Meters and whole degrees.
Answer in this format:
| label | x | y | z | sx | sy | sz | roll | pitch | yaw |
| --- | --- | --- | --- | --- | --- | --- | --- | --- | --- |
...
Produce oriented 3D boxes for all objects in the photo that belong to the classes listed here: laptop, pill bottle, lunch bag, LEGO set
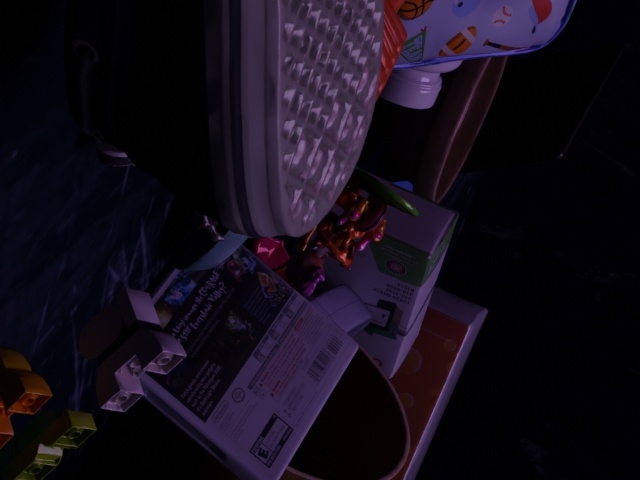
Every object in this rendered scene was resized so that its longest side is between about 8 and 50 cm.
| label | x | y | z | sx | sy | sz | roll | pitch | yaw |
| --- | --- | --- | --- | --- | --- | --- | --- | --- | --- |
| laptop | 0.223 | -0.080 | 2.421 | 0.382 | 0.408 | 0.236 | -53 | 131 | -54 |
| pill bottle | 0.110 | -0.235 | 1.759 | 0.180 | 0.108 | 0.108 | -70 | 170 | 24 |
| lunch bag | 0.146 | -0.287 | 1.485 | 0.243 | 0.115 | 0.303 | -12 | 142 | -25 |
| LEGO set | -0.191 | 0.087 | 0.968 | 0.227 | 0.093 | 0.087 | -42 | 145 | 26 |

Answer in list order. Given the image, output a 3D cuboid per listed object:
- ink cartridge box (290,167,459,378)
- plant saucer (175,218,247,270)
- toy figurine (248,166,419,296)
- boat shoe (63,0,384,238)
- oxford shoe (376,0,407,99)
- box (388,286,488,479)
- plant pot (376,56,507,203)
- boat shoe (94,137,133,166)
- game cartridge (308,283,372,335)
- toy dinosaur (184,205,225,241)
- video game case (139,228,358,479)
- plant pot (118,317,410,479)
| label | x | y | z | sx | sy | sz | roll | pitch | yaw |
| --- | --- | --- | --- | --- | --- | --- | --- | --- | --- |
| ink cartridge box | 0.049 | 0.035 | 1.931 | 0.219 | 0.160 | 0.092 | 103 | 14 | -45 |
| plant saucer | -0.073 | -0.017 | 1.386 | 0.119 | 0.021 | 0.119 | -46 | -164 | 17 |
| toy figurine | 0.000 | 0.000 | 1.671 | 0.159 | 0.130 | 0.173 | -54 | -146 | 0 |
| boat shoe | -0.057 | -0.224 | 0.762 | 0.187 | 0.156 | 0.500 | -49 | 150 | -45 |
| oxford shoe | 0.021 | -0.237 | 1.228 | 0.363 | 0.133 | 0.130 | -60 | 143 | -31 |
| box | 0.042 | 0.208 | 2.155 | 0.168 | 0.215 | 0.345 | -19 | 132 | -77 |
| plant pot | 0.141 | -0.171 | 2.086 | 0.237 | 0.110 | 0.237 | 23 | 90 | -81 |
| boat shoe | -0.118 | -0.069 | 1.115 | 0.125 | 0.046 | 0.038 | -65 | 171 | -63 |
| game cartridge | -0.039 | 0.125 | 1.769 | 0.196 | 0.060 | 0.294 | -37 | 175 | 11 |
| toy dinosaur | -0.075 | -0.074 | 1.309 | 0.268 | 0.064 | 0.118 | -46 | 155 | -51 |
| video game case | -0.071 | 0.094 | 1.405 | 0.022 | 0.173 | 0.190 | -43 | -171 | 43 |
| plant pot | -0.085 | 0.213 | 1.542 | 0.254 | 0.237 | 0.237 | -54 | 177 | 28 |
